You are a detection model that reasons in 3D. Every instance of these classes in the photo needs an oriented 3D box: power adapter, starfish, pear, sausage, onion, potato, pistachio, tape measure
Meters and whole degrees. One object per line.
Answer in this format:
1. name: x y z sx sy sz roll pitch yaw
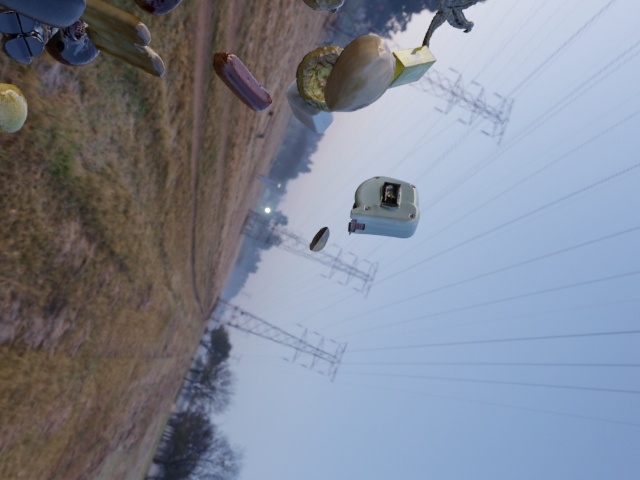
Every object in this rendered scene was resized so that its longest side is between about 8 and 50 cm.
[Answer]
1. power adapter: -0.048 -0.590 2.153 0.124 0.187 0.255 -51 168 -4
2. starfish: 0.459 -0.778 1.705 0.327 0.094 0.375 -41 162 30
3. pear: -1.105 -0.459 1.744 0.178 0.178 0.178 -62 -172 16
4. sausage: -0.295 -0.589 1.902 0.330 0.102 0.102 37 75 -58
5. onion: -1.045 -0.860 2.063 0.273 0.285 0.273 12 90 -72
6. potato: -0.001 0.000 1.611 0.093 0.036 0.037 -56 -146 -11
7. pistachio: 0.101 -0.433 1.336 0.229 0.157 0.157 -37 -156 40
8. tape measure: 0.226 -0.121 1.779 0.125 0.243 0.246 98 -1 -55

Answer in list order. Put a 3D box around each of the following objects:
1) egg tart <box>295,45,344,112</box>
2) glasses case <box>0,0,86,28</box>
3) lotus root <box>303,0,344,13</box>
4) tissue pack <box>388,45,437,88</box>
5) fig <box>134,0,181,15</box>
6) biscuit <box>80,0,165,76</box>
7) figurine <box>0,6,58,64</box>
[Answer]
1. egg tart: 0.024 -0.591 1.843 0.241 0.241 0.106 -62 -159 16
2. glasses case: -0.604 -0.519 1.043 0.103 0.067 0.266 -40 172 14
3. lotus root: -0.025 -0.769 1.387 0.146 0.284 0.160 -30 -152 -15
4. tissue pack: 0.251 -0.505 1.468 0.176 0.062 0.095 -29 171 -42
5. fig: -0.557 -0.858 1.572 0.190 0.290 0.190 -41 -174 5
6. biscuit: -0.630 -0.642 1.564 0.062 0.290 0.237 -58 167 -18
7. figurine: -0.761 -0.582 1.311 0.204 0.332 0.185 -26 136 -30
